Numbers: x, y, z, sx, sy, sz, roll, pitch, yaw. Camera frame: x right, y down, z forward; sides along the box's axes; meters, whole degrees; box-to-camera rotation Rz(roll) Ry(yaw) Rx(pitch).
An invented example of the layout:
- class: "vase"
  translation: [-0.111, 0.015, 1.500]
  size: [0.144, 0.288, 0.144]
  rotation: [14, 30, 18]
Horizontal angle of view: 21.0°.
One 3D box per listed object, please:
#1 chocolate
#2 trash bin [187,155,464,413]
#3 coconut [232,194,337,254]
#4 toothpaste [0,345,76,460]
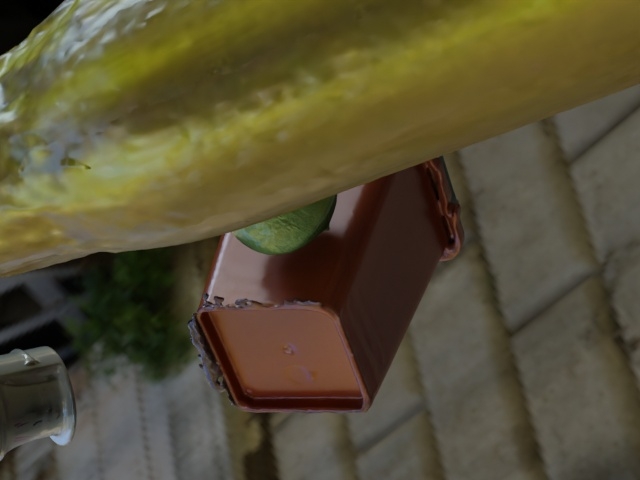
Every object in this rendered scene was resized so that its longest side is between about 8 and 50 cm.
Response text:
- class: "chocolate"
  translation: [-0.030, -0.092, 0.827]
  size: [0.162, 0.445, 0.162]
  rotation: [-21, -90, -80]
- class: "trash bin"
  translation: [0.000, 0.000, 1.301]
  size: [0.239, 0.161, 0.184]
  rotation: [-67, -33, -45]
- class: "coconut"
  translation: [-0.029, -0.032, 1.204]
  size: [0.096, 0.088, 0.088]
  rotation: [39, -141, -29]
- class: "toothpaste"
  translation: [-0.289, 0.117, 0.924]
  size: [0.323, 0.066, 0.100]
  rotation: [-11, -75, -31]
